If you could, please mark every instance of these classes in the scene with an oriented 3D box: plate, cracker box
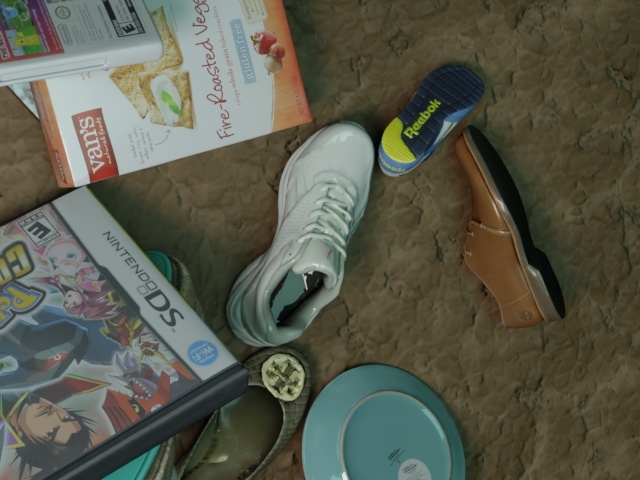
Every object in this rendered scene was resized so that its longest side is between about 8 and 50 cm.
[{"bbox_3d":[0.068,0.210,1.360,0.188,0.024,0.188,12,66,-28],"label":"plate"},{"bbox_3d":[-0.138,-0.150,1.246,0.232,0.067,0.155,-18,100,-22],"label":"cracker box"}]

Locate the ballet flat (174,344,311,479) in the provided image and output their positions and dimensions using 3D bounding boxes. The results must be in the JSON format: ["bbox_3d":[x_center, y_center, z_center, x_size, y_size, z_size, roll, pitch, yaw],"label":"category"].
[{"bbox_3d":[-0.089,0.198,1.303,0.084,0.058,0.250,42,69,-2],"label":"ballet flat"}]

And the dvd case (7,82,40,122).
[{"bbox_3d":[-0.224,-0.139,1.257,0.087,0.013,0.119,-44,108,-10],"label":"dvd case"}]

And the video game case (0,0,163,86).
[{"bbox_3d":[-0.246,-0.204,1.161,0.183,0.201,0.023,-12,142,-19],"label":"video game case"}]

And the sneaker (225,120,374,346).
[{"bbox_3d":[0.000,0.000,1.301,0.090,0.115,0.232,23,88,-21],"label":"sneaker"}]

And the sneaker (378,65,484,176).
[{"bbox_3d":[0.103,-0.116,1.364,0.053,0.059,0.144,41,63,11],"label":"sneaker"}]

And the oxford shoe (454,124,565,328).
[{"bbox_3d":[0.169,-0.009,1.393,0.076,0.076,0.212,-20,94,23],"label":"oxford shoe"}]

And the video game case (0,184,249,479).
[{"bbox_3d":[-0.240,0.095,1.145,0.275,0.248,0.035,-29,150,-26],"label":"video game case"}]

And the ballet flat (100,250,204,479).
[{"bbox_3d":[-0.154,0.154,1.203,0.106,0.108,0.316,67,29,-46],"label":"ballet flat"}]
